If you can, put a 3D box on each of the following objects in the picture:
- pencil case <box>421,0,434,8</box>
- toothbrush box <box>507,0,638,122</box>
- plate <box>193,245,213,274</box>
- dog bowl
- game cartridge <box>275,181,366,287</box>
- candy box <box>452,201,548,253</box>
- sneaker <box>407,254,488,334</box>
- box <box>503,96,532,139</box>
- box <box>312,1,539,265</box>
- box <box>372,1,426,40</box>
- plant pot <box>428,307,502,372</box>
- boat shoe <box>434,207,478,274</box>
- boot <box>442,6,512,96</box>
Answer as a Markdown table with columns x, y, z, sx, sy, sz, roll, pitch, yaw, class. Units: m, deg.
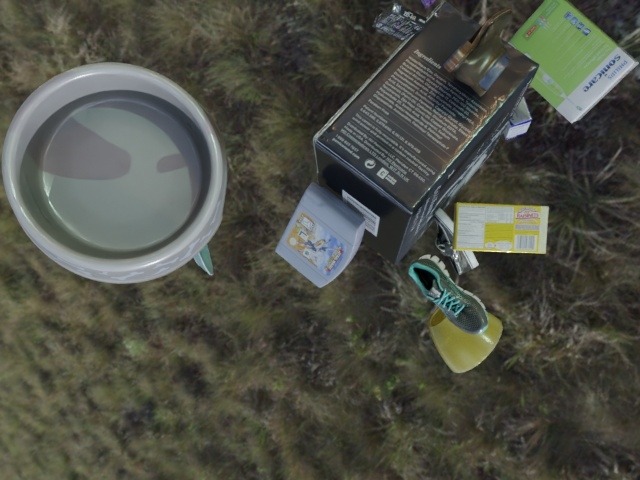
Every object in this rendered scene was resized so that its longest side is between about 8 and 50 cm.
| x | y | z | sx | sy | sz | roll | pitch | yaw | class |
| --- | --- | --- | --- | --- | --- | --- | --- | --- | --- |
| 0.354 | -0.697 | 1.482 | 0.086 | 0.205 | 0.088 | 4 | -119 | -83 | pencil case |
| 0.668 | -0.494 | 1.524 | 0.283 | 0.122 | 0.206 | 49 | 125 | 14 | toothbrush box |
| -0.298 | -0.003 | 1.334 | 0.188 | 0.024 | 0.188 | 161 | 90 | -85 | plate |
| -0.307 | -0.106 | 0.861 | 0.349 | 0.348 | 0.102 | 60 | 169 | -5 | dog bowl |
| 0.000 | 0.000 | 1.522 | 0.198 | 0.062 | 0.297 | 42 | 138 | 10 | game cartridge |
| 0.394 | -0.027 | 1.233 | 0.027 | 0.205 | 0.105 | -154 | 66 | -87 | candy box |
| 0.203 | 0.092 | 0.927 | 0.166 | 0.076 | 0.065 | 47 | 113 | 28 | sneaker |
| 0.626 | -0.415 | 1.828 | 0.072 | 0.137 | 0.126 | -17 | 79 | 9 | box |
| 0.249 | -0.245 | 1.466 | 0.297 | 0.472 | 0.480 | 38 | 169 | 13 | box |
| 0.139 | -0.385 | 0.994 | 0.083 | 0.067 | 0.018 | -170 | 98 | -72 | box |
| 0.266 | 0.171 | 1.081 | 0.095 | 0.134 | 0.134 | 42 | 142 | -6 | plant pot |
| 0.339 | 0.010 | 1.454 | 0.219 | 0.070 | 0.078 | 52 | -171 | -31 | boat shoe |
| 0.362 | -0.401 | 1.197 | 0.106 | 0.219 | 0.082 | 46 | 163 | -1 | boot |
